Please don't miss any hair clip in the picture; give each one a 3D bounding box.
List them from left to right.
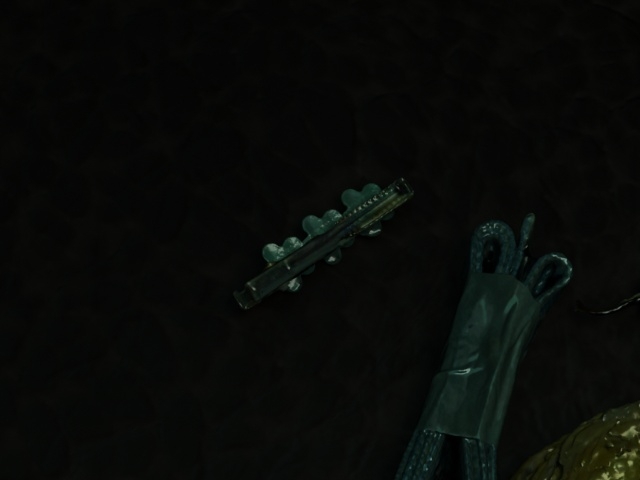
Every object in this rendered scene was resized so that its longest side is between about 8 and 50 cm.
[{"bbox_3d":[-0.001,-0.001,1.342,0.173,0.049,0.049,-34,66,-21],"label":"hair clip"}]

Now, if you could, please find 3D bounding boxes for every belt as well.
[{"bbox_3d":[0.120,0.120,1.259,0.087,0.072,0.302,14,65,14],"label":"belt"}]

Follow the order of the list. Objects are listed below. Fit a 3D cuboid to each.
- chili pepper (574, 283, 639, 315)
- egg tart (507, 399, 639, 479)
[{"bbox_3d":[0.332,0.030,1.316,0.268,0.059,0.050,-13,100,-8],"label":"chili pepper"},{"bbox_3d":[0.226,0.231,1.185,0.232,0.098,0.252,25,69,5],"label":"egg tart"}]
